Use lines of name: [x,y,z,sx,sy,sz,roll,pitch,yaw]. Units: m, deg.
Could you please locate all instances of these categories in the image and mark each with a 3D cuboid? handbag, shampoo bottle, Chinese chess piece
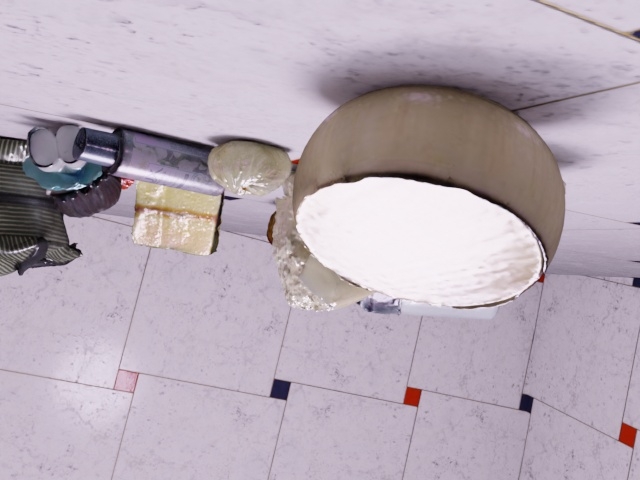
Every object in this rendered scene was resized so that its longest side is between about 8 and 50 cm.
handbag: [-0.567,-0.057,1.230,0.240,0.247,0.340,-4,175,-4]
shampoo bottle: [-0.229,-0.110,0.962,0.214,0.072,0.072,10,175,-38]
Chinese chess piece: [0.096,-0.030,0.650,0.250,0.103,0.249,12,150,7]

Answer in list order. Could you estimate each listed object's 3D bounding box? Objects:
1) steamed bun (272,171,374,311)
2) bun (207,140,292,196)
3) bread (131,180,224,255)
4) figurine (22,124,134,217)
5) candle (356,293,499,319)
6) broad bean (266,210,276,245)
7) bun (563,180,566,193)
steamed bun: [0.000,0.000,1.097,0.200,0.225,0.170,-10,-164,32]
bun: [-0.097,-0.095,0.953,0.115,0.069,0.115,7,178,0]
bread: [-0.281,-0.104,1.415,0.168,0.163,0.264,6,-152,-11]
figurine: [-0.358,-0.105,1.051,0.138,0.110,0.245,-11,173,-9]
candle: [0.227,0.034,1.265,0.343,0.221,0.221,4,176,7]
broad bean: [-0.042,-0.024,1.607,0.156,0.122,0.228,10,179,-17]
bun: [0.168,-0.026,0.872,0.259,0.160,0.259,10,177,0]
